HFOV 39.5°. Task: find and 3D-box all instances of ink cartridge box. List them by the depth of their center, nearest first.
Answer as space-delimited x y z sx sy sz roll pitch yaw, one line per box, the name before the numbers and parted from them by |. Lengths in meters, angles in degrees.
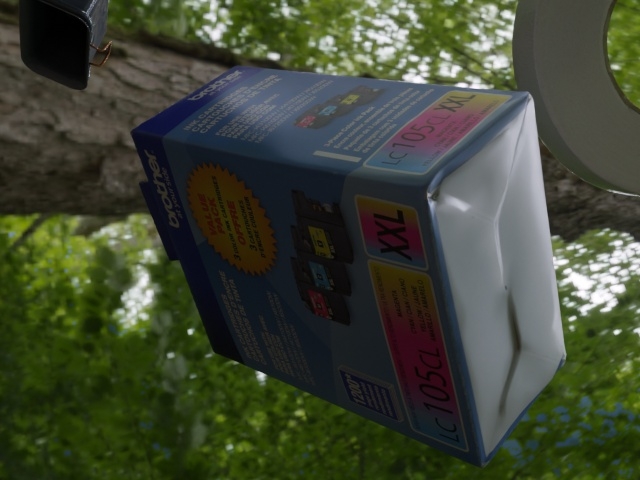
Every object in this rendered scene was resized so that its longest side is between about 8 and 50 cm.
ink cartridge box | 0.000 0.000 0.802 0.395 0.151 0.270 16 -47 42

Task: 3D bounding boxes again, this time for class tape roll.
tape roll | 0.431 -0.244 1.110 0.072 0.392 0.391 -150 -119 -76

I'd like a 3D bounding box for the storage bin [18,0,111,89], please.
storage bin | -0.284 -0.255 1.038 0.098 0.091 0.135 23 -30 -4
